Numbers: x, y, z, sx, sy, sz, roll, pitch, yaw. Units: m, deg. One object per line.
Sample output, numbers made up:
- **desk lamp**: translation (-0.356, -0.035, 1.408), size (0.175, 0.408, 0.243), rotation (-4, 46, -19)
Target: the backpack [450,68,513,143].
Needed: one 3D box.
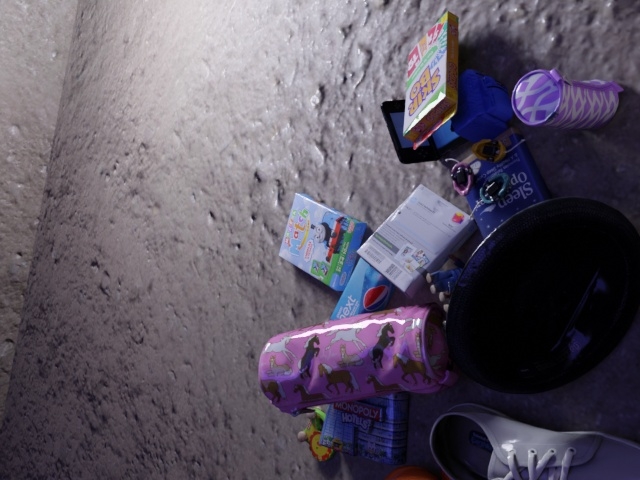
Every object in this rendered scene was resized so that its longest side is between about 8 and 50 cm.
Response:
- **backpack**: translation (0.286, -0.247, 1.176), size (0.101, 0.098, 0.120), rotation (-32, 53, 35)

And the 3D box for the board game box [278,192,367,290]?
- **board game box**: translation (0.000, 0.000, 1.490), size (0.212, 0.039, 0.160), rotation (29, 108, 44)

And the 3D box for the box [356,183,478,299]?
- **box**: translation (0.181, -0.001, 1.244), size (0.186, 0.038, 0.145), rotation (-47, 50, -3)

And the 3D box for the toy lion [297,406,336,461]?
- **toy lion**: translation (0.000, 0.437, 1.466), size (0.096, 0.034, 0.100), rotation (30, 108, 36)

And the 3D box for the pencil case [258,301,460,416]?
- **pencil case**: translation (0.072, 0.230, 1.260), size (0.386, 0.160, 0.167), rotation (-17, 98, 29)

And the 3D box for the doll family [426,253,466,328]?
- **doll family**: translation (0.266, 0.114, 1.163), size (0.076, 0.112, 0.192), rotation (144, 110, -76)

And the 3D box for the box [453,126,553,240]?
- **box**: translation (0.333, -0.069, 1.156), size (0.136, 0.037, 0.225), rotation (-36, 63, 38)

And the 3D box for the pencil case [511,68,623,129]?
- **pencil case**: translation (0.377, -0.215, 1.002), size (0.086, 0.206, 0.088), rotation (54, 129, 27)

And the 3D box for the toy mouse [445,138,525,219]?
- **toy mouse**: translation (0.285, -0.106, 1.157), size (0.161, 0.031, 0.143), rotation (9, 92, 47)

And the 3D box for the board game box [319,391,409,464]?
- **board game box**: translation (0.088, 0.346, 1.358), size (0.194, 0.060, 0.193), rotation (1, 89, 46)

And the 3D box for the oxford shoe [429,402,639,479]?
- **oxford shoe**: translation (0.357, 0.369, 1.033), size (0.450, 0.130, 0.169), rotation (8, 91, 45)

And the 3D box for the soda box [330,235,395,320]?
- **soda box**: translation (0.104, 0.097, 1.355), size (0.071, 0.067, 0.210), rotation (42, 117, 39)

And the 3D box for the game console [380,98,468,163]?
- **game console**: translation (0.201, -0.233, 1.271), size (0.085, 0.124, 0.143), rotation (122, 136, -61)

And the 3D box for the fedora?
- **fedora**: translation (0.329, 0.071, 1.030), size (0.152, 0.334, 0.333), rotation (-112, 41, -66)

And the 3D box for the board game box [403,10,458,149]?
- **board game box**: translation (0.205, -0.297, 1.214), size (0.124, 0.039, 0.259), rotation (-42, 34, 49)

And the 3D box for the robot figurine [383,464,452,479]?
- **robot figurine**: translation (0.183, 0.482, 1.178), size (0.219, 0.128, 0.157), rotation (-178, 103, -73)
